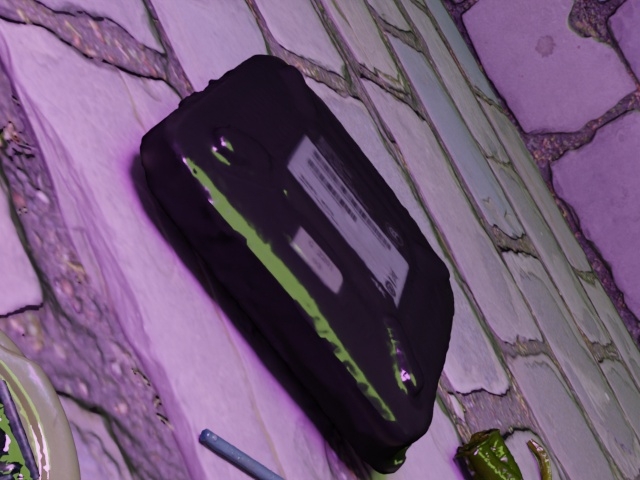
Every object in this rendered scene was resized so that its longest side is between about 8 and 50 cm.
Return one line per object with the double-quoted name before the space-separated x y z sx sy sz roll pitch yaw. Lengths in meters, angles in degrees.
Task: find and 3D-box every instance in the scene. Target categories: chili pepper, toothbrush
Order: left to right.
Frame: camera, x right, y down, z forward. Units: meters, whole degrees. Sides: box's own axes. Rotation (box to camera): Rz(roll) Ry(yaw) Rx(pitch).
"toothbrush" -0.029 0.175 0.764 0.167 0.014 0.011 42 34 -36
"chili pepper" 0.277 0.283 1.310 0.030 0.017 0.083 45 25 -28
"chili pepper" 0.267 0.348 1.089 0.359 0.076 0.085 51 17 7

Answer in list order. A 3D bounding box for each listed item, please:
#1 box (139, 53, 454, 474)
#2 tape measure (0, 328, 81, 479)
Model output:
"box" 0.000 0.000 0.977 0.359 0.091 0.350 52 21 -11
"tape measure" -0.175 0.089 0.418 0.175 0.106 0.200 14 49 -57
